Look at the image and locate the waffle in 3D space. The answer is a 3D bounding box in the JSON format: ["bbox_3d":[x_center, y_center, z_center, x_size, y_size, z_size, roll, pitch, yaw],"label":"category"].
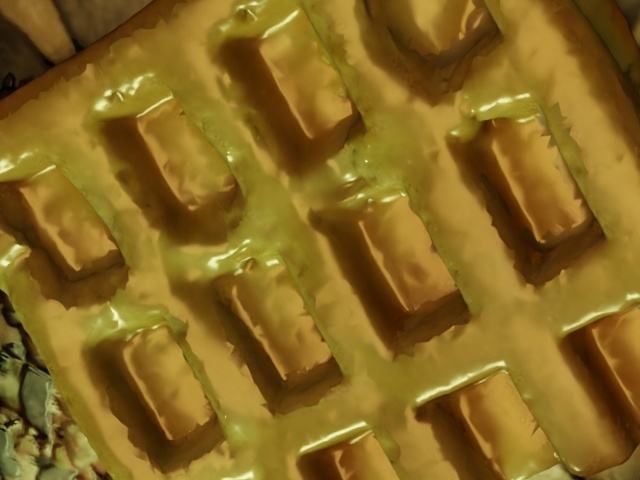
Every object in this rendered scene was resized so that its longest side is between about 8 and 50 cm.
[{"bbox_3d":[0.001,0.000,0.614,0.348,0.077,0.304,-28,95,23],"label":"waffle"}]
